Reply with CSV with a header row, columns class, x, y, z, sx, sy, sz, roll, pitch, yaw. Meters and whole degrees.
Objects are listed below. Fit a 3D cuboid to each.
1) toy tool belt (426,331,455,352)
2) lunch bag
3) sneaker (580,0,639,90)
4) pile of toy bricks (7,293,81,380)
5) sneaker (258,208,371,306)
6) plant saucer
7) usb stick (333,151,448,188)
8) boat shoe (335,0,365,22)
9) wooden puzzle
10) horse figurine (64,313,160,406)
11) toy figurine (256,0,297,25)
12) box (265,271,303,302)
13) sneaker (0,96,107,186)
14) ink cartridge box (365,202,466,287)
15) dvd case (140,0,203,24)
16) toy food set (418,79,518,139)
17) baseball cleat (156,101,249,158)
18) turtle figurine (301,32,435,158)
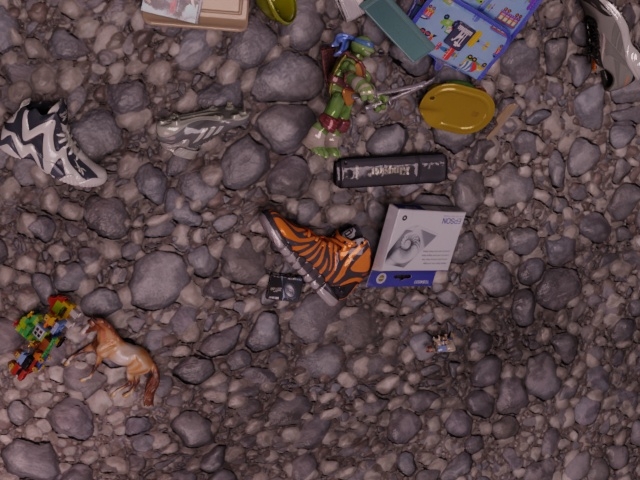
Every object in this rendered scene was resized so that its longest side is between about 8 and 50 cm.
class,x,y,z,sx,sy,sz,roll,pitch,yaw
toy tool belt,0.315,0.267,2.235,0.083,0.052,0.051,1,80,-17
lunch bag,0.327,-0.510,1.887,0.221,0.138,0.293,23,119,-19
sneaker,0.663,-0.464,1.986,0.108,0.100,0.271,-33,116,7
pile of toy bricks,-0.658,0.213,1.957,0.105,0.118,0.212,41,110,8
sneaker,0.000,0.000,2.018,0.180,0.124,0.321,-41,126,1
plant saucer,0.169,-0.461,1.855,0.067,0.018,0.192,-29,127,32
usb stick,0.168,-0.166,2.018,0.278,0.045,0.077,-4,114,-11
boat shoe,0.029,-0.550,1.822,0.063,0.066,0.184,-36,125,2
wooden puzzle,-0.253,-0.561,1.761,0.221,0.044,0.239,1,107,-13
horse figurine,-0.483,0.292,2.042,0.263,0.066,0.174,36,106,-21
toy figurine,-0.192,-0.596,1.695,0.217,0.191,0.362,-9,121,22
box,-0.088,0.115,2.087,0.083,0.018,0.067,8,109,-17
sneaker,-0.542,-0.219,1.799,0.235,0.094,0.153,28,112,-12
ink cartridge box,0.233,0.022,2.074,0.223,0.045,0.224,0,114,-35
dvd case,-0.300,-0.498,1.740,0.119,0.013,0.087,11,105,-16
toy food set,0.332,-0.319,1.989,0.218,0.071,0.128,13,132,-16
baseball cleat,-0.257,-0.240,1.884,0.206,0.072,0.109,-7,127,-6
turtle figurine,0.097,-0.291,1.868,0.274,0.198,0.266,26,108,-18
